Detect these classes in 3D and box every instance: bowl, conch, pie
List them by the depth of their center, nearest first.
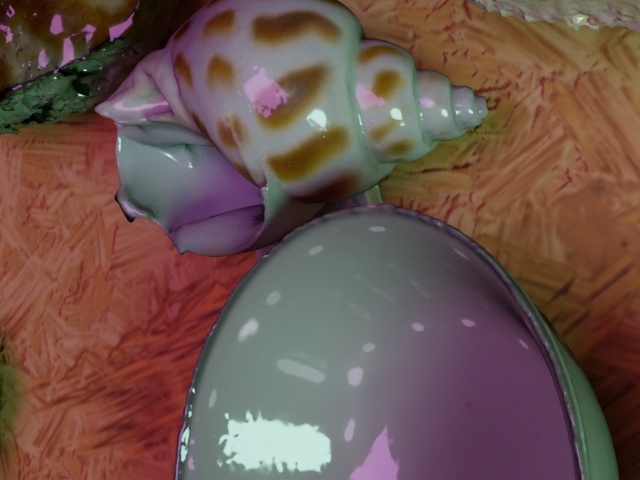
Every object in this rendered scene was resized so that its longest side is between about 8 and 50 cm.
[{"bbox_3d":[0.067,0.154,0.708,0.337,0.157,0.337,-12,73,47],"label":"bowl"},{"bbox_3d":[-0.025,-0.087,0.814,0.275,0.149,0.182,11,119,44],"label":"conch"},{"bbox_3d":[-0.243,-0.249,0.983,0.355,0.103,0.288,-24,72,23],"label":"pie"}]

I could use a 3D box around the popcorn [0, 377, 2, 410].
[{"bbox_3d":[-0.360,0.140,1.036,0.173,0.142,0.173,-7,81,59],"label":"popcorn"}]

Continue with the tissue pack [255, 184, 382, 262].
[{"bbox_3d":[0.000,0.000,0.865,0.108,0.023,0.056,-24,72,30],"label":"tissue pack"}]

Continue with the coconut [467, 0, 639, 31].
[{"bbox_3d":[0.145,-0.258,0.635,0.309,0.297,0.297,24,98,39],"label":"coconut"}]
